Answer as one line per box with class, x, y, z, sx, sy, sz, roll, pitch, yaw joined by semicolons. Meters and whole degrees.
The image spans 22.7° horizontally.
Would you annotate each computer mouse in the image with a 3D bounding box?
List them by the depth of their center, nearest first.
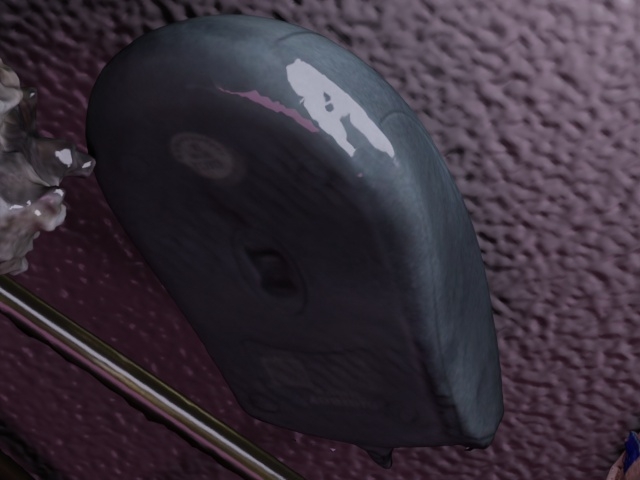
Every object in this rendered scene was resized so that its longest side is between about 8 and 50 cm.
computer mouse;0.000;0.000;0.926;0.188;0.122;0.371;5;138;27

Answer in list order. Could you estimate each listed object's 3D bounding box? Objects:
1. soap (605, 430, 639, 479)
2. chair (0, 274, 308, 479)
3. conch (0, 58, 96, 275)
soap;0.331;0.191;1.038;0.273;0.098;0.218;23;134;-8
chair;-0.227;0.215;1.021;0.365;0.362;0.410;-17;116;49
conch;-0.238;-0.059;0.820;0.241;0.186;0.313;10;175;-24
